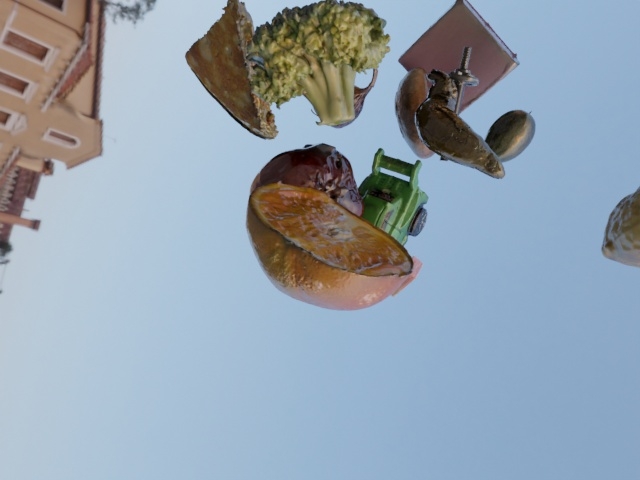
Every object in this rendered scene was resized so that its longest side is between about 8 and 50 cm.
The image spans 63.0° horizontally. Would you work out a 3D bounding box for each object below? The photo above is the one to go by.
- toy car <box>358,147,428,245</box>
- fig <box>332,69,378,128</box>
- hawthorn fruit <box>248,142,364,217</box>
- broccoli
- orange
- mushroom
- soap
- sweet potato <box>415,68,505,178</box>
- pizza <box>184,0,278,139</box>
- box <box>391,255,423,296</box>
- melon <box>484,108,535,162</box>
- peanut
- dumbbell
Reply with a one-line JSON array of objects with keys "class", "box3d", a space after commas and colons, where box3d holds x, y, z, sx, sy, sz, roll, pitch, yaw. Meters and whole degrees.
[{"class": "toy car", "box3d": [0.167, -0.062, 1.509, 0.213, 0.176, 0.359, 26, -100, 28]}, {"class": "fig", "box3d": [0.092, -0.408, 1.487, 0.201, 0.146, 0.134, -22, -77, 23]}, {"class": "hawthorn fruit", "box3d": [-0.043, -0.098, 1.383, 0.325, 0.308, 0.309, -170, -83, -81]}, {"class": "broccoli", "box3d": [0.009, -0.421, 1.270, 0.347, 0.293, 0.281, -10, -87, 17]}, {"class": "orange", "box3d": [0.000, 0.000, 0.991, 0.274, 0.274, 0.310, -34, -92, 35]}, {"class": "mushroom", "box3d": [0.307, -0.398, 1.633, 0.145, 0.278, 0.278, -12, -117, 6]}, {"class": "soap", "box3d": [0.459, -0.604, 1.749, 0.285, 0.296, 0.107, -36, -165, 37]}, {"class": "sweet potato", "box3d": [0.261, -0.238, 1.083, 0.124, 0.098, 0.310, -16, -126, -3]}, {"class": "pizza", "box3d": [-0.252, -0.564, 1.642, 0.440, 0.130, 0.406, 45, -36, 14]}, {"class": "box", "box3d": [0.268, 0.117, 1.688, 0.043, 0.089, 0.125, 41, -51, 0]}, {"class": "melon", "box3d": [0.520, -0.289, 1.433, 0.167, 0.114, 0.114, -49, -134, 14]}, {"class": "peanut", "box3d": [0.532, -0.051, 0.738, 0.305, 0.146, 0.147, -46, -134, 46]}, {"class": "dumbbell", "box3d": [0.308, -0.308, 1.191, 0.110, 0.110, 0.255, 22, -74, 49]}]
